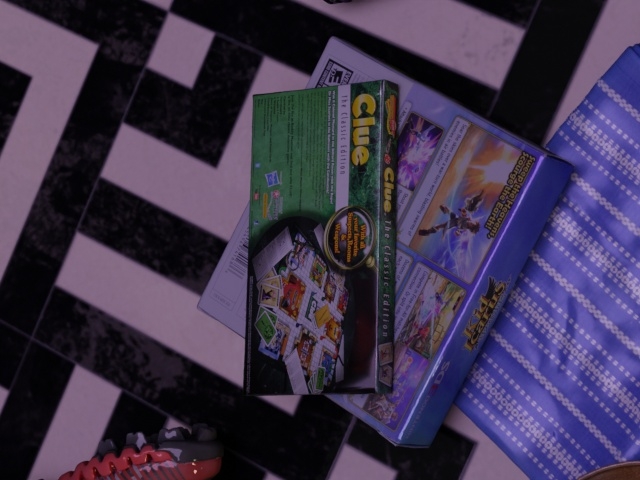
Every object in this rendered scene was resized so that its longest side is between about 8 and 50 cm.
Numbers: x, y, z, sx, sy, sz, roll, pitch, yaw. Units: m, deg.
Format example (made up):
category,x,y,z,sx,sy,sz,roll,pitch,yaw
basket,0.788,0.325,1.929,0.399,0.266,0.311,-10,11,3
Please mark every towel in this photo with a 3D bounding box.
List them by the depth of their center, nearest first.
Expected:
category,x,y,z,sx,sy,sz,roll,pitch,yaw
towel,0.235,0.034,1.622,0.243,0.040,0.336,44,104,22

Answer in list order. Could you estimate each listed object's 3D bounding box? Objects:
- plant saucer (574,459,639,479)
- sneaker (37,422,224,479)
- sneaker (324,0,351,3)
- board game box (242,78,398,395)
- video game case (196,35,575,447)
category,x,y,z,sx,sy,sz,roll,pitch,yaw
plant saucer,0.261,0.268,1.576,0.198,0.036,0.198,2,96,17
sneaker,-0.191,0.253,1.774,0.276,0.097,0.135,-25,75,24
sneaker,-0.005,-0.345,1.734,0.124,0.107,0.283,-22,77,28
board game box,0.000,0.000,1.663,0.136,0.030,0.259,-3,81,35
video game case,0.050,-0.001,1.683,0.244,0.061,0.269,33,100,34
